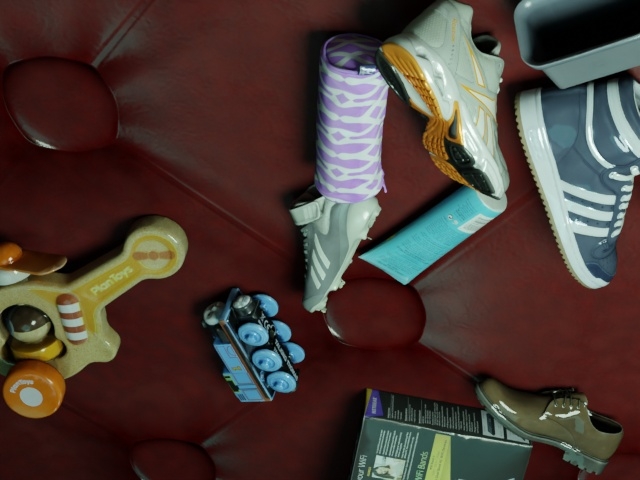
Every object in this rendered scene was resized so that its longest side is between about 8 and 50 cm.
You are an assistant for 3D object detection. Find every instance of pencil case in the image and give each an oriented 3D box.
[{"bbox_3d":[0.039,-0.137,1.322,0.088,0.086,0.206,-10,136,-15],"label":"pencil case"}]

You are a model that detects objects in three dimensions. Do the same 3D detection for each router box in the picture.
[{"bbox_3d":[0.157,0.385,1.719,0.242,0.081,0.309,11,115,0],"label":"router box"}]

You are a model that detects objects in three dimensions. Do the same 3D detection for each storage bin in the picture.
[{"bbox_3d":[0.279,-0.217,1.208,0.135,0.098,0.091,-15,155,21],"label":"storage bin"}]

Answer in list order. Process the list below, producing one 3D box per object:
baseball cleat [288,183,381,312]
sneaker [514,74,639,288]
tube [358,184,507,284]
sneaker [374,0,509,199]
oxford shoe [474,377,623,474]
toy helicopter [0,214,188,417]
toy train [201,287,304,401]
[{"bbox_3d":[0.000,0.000,1.472,0.109,0.072,0.206,30,127,1],"label":"baseball cleat"},{"bbox_3d":[0.334,-0.064,1.324,0.153,0.099,0.282,-13,126,23],"label":"sneaker"},{"bbox_3d":[0.141,-0.008,1.446,0.080,0.052,0.207,34,133,-20],"label":"tube"},{"bbox_3d":[0.166,-0.152,1.269,0.099,0.121,0.262,30,163,43],"label":"sneaker"},{"bbox_3d":[0.320,0.235,1.627,0.227,0.083,0.096,25,112,-13],"label":"oxford shoe"},{"bbox_3d":[-0.335,0.062,1.560,0.355,0.140,0.235,-31,112,20],"label":"toy helicopter"},{"bbox_3d":[-0.094,0.146,1.605,0.105,0.080,0.184,-8,131,24],"label":"toy train"}]
